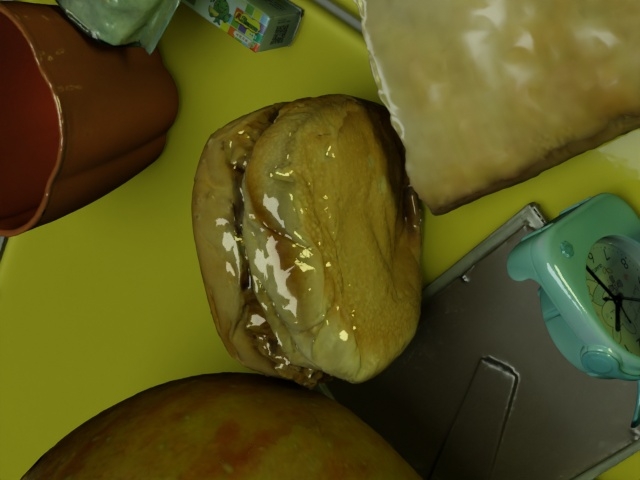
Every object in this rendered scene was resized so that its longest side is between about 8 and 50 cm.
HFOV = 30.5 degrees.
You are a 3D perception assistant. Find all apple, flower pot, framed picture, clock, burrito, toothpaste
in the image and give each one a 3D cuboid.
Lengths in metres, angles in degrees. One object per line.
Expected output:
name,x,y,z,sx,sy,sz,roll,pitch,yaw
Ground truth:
apple,-0.062,0.283,0.859,0.400,0.333,0.400,28,147,20
flower pot,-0.219,-0.107,0.959,0.191,0.173,0.190,8,105,31
framed picture,0.121,0.118,0.882,0.260,0.023,0.189,-43,78,33
clock,0.193,0.048,0.770,0.045,0.108,0.147,-32,88,49
burrito,-0.128,-0.250,0.843,0.144,0.089,0.229,57,134,18
toothpaste,-0.089,-0.204,0.927,0.164,0.046,0.034,37,123,20

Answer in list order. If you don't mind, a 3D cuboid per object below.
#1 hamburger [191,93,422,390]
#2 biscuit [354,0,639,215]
hamburger,-0.001,0.001,0.829,0.108,0.214,0.213,-1,101,32
biscuit,0.155,-0.286,0.712,0.446,0.104,0.429,-26,88,38
